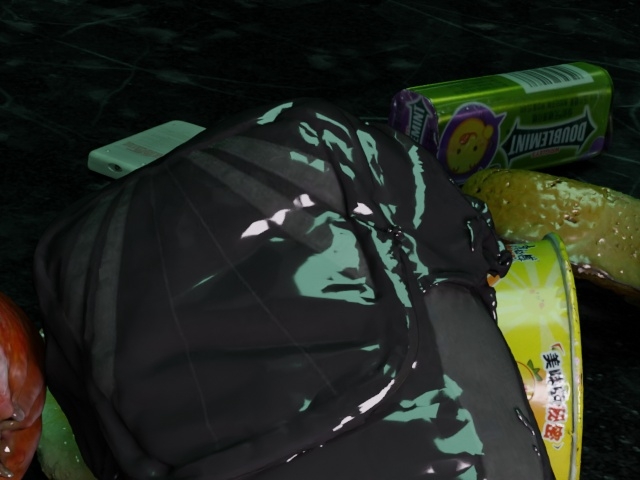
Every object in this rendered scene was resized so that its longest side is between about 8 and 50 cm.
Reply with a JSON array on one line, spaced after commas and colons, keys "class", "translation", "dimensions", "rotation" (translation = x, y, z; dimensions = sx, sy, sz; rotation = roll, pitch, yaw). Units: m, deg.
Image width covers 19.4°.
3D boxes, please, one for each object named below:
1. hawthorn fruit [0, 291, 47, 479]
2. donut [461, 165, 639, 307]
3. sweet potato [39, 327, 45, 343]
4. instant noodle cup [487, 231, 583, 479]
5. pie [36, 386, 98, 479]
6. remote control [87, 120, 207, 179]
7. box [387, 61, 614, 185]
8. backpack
[{"class": "hawthorn fruit", "translation": [-0.353, 0.117, 1.434], "dimensions": [0.272, 0.241, 0.242], "rotation": [18, 24, 12]}, {"class": "donut", "translation": [0.270, -0.013, 2.034], "dimensions": [0.272, 0.107, 0.272], "rotation": [19, -4, 1]}, {"class": "sweet potato", "translation": [-0.132, 0.043, 1.841], "dimensions": [0.337, 0.131, 0.131], "rotation": [-33, 42, -25]}, {"class": "instant noodle cup", "translation": [0.108, 0.121, 1.603], "dimensions": [0.200, 0.264, 0.264], "rotation": [0, 23, -2]}, {"class": "pie", "translation": [-0.122, 0.169, 1.623], "dimensions": [0.277, 0.078, 0.277], "rotation": [6, 28, -3]}, {"class": "remote control", "translation": [-0.195, -0.107, 2.280], "dimensions": [0.087, 0.029, 0.190], "rotation": [20, 25, 24]}, {"class": "box", "translation": [0.238, -0.147, 2.406], "dimensions": [0.346, 0.134, 0.097], "rotation": [-12, 26, -41]}, {"class": "backpack", "translation": [-0.003, 0.132, 1.377], "dimensions": [0.363, 0.255, 0.445], "rotation": [-26, 61, 6]}]
